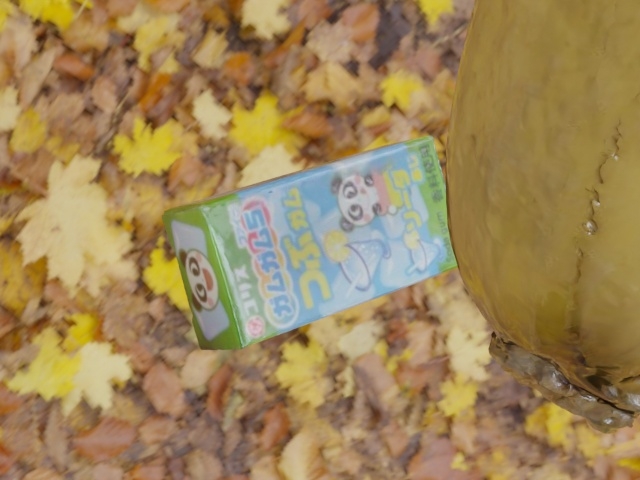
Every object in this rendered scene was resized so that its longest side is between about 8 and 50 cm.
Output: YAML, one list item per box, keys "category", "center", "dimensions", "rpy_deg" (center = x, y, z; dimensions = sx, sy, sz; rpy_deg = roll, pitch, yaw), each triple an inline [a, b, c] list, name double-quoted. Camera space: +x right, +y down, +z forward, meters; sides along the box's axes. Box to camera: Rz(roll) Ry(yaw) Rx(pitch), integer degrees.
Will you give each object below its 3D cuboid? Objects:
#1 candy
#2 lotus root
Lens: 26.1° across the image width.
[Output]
- category: "candy"
  center: [0.000, 0.000, 0.914]
  dimensions: [0.194, 0.062, 0.097]
  rpy_deg: [-19, 97, -33]
- category: "lotus root"
  center: [0.125, -0.077, 0.416]
  dimensions: [0.146, 0.303, 0.131]
  rpy_deg: [5, 31, -27]
